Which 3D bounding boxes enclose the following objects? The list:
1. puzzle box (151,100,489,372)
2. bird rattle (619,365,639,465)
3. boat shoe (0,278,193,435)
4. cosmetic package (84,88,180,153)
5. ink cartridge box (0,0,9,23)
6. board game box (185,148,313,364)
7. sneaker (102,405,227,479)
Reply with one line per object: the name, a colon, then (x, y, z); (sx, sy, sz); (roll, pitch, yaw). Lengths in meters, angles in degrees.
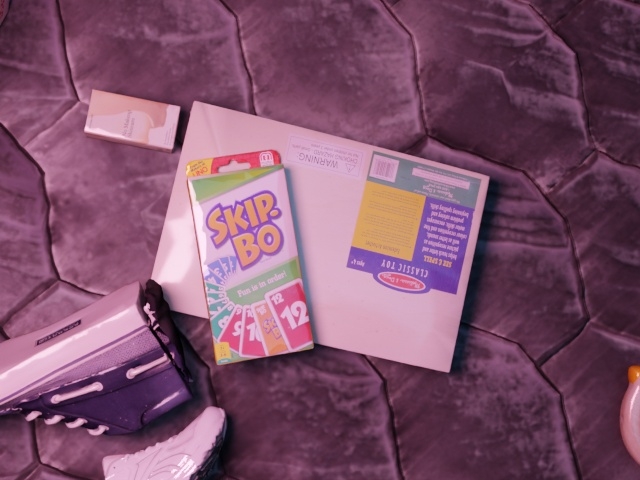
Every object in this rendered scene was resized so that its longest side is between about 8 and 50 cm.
puzzle box: (0.000, 0.000, 1.413); (0.408, 0.052, 0.272); (14, 83, -7)
bird rattle: (0.507, 0.250, 1.458); (0.206, 0.143, 0.254); (1, 98, 3)
boat shoe: (-0.317, 0.190, 1.318); (0.340, 0.127, 0.158); (-24, 110, 4)
cosmetic package: (-0.242, -0.153, 1.394); (0.115, 0.041, 0.060); (9, 84, -8)
ink cartridge box: (-0.463, -0.246, 1.250); (0.114, 0.198, 0.273); (24, 62, -9)
board game box: (-0.090, 0.018, 1.356); (0.124, 0.039, 0.260); (-9, 84, -10)
sneaker: (-0.211, 0.286, 1.341); (0.115, 0.090, 0.232); (36, 72, 13)
